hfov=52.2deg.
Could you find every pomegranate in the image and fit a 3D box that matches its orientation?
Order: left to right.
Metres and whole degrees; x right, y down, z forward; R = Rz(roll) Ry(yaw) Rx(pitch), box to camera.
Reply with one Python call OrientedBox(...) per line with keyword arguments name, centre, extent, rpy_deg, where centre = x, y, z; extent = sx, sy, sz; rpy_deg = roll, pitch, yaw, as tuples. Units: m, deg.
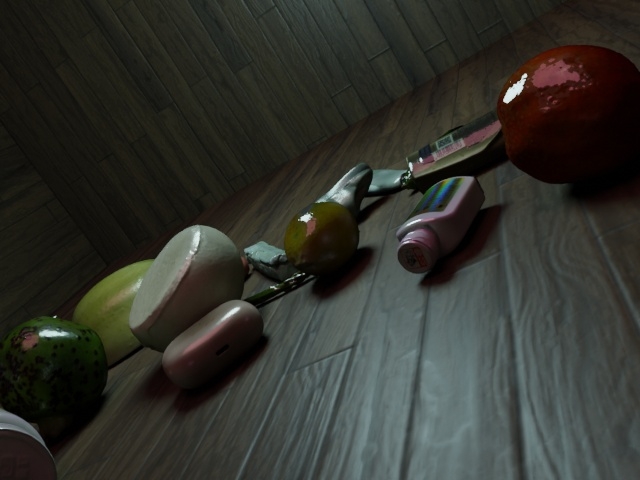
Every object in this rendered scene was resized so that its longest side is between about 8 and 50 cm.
OrientedBox(name="pomegranate", centre=(-0.583, 0.297, 1.416), extent=(0.254, 0.271, 0.254), rpy_deg=(-10, -15, -3))

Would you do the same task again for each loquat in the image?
OrientedBox(name="loquat", centre=(0.000, 0.000, 1.303), extent=(0.152, 0.152, 0.195), rpy_deg=(-25, 25, 28))

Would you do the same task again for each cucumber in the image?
OrientedBox(name="cucumber", centre=(0.267, -0.188, 1.518), extent=(0.227, 0.069, 0.069), rpy_deg=(-41, 15, -14))

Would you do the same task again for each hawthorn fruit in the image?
OrientedBox(name="hawthorn fruit", centre=(0.394, -0.190, 0.962), extent=(0.253, 0.205, 0.205), rpy_deg=(-13, 23, 42))

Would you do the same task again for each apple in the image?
OrientedBox(name="apple", centre=(-0.503, 0.203, 1.831), extent=(0.360, 0.312, 0.320), rpy_deg=(-37, 59, -11))

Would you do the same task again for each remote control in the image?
OrientedBox(name="remote control", centre=(0.159, -0.156, 1.684), extent=(0.097, 0.045, 0.256), rpy_deg=(-38, 17, -21))

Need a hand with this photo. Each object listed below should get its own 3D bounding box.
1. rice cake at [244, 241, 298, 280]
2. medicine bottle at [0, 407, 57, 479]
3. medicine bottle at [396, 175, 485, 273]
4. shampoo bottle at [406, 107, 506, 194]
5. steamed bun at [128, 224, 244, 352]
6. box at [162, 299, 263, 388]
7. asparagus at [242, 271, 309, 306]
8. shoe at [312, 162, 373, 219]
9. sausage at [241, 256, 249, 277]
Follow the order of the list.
OrientedBox(name="rice cake", centre=(-0.123, 0.046, 1.582), extent=(0.066, 0.063, 0.336), rpy_deg=(-26, 10, -15))
OrientedBox(name="medicine bottle", centre=(-0.584, 0.390, 1.103), extent=(0.213, 0.214, 0.378), rpy_deg=(-41, 16, -31))
OrientedBox(name="medicine bottle", centre=(0.193, -0.026, 1.091), extent=(0.115, 0.078, 0.219), rpy_deg=(-19, 19, 38))
OrientedBox(name="shampoo bottle", centre=(0.352, -0.216, 1.370), extent=(0.350, 0.084, 0.126), rpy_deg=(-28, 32, 17))
OrientedBox(name="steamed bun", centre=(-0.264, 0.113, 1.378), extent=(0.283, 0.177, 0.283), rpy_deg=(-43, 28, 30))
OrientedBox(name="box", centre=(-0.196, 0.188, 1.196), extent=(0.200, 0.088, 0.146), rpy_deg=(-36, 16, -16))
OrientedBox(name="asparagus", centre=(-0.109, 0.111, 1.393), extent=(0.236, 0.027, 0.034), rpy_deg=(-28, 25, 21))
OrientedBox(name="shoe", centre=(0.054, -0.076, 1.571), extent=(0.100, 0.103, 0.251), rpy_deg=(37, 80, 30))
OrientedBox(name="sausage", centre=(-0.236, 0.097, 1.650), extent=(0.062, 0.062, 0.154), rpy_deg=(-20, 18, 42))
